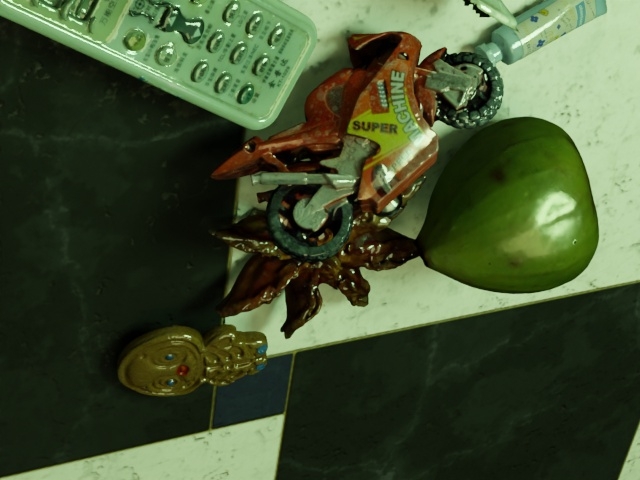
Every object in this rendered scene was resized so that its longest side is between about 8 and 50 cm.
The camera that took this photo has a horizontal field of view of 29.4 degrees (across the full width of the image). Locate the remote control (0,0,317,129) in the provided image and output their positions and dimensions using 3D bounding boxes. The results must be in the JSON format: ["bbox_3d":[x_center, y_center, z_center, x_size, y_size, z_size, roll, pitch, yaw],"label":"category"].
[{"bbox_3d":[-0.153,-0.213,1.124,0.335,0.065,0.128,22,103,-40],"label":"remote control"}]

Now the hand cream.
[{"bbox_3d":[0.250,-0.243,1.365,0.170,0.043,0.065,-32,135,-12],"label":"hand cream"}]

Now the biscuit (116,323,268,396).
[{"bbox_3d":[-0.146,0.139,1.400,0.175,0.026,0.124,-7,142,-9],"label":"biscuit"}]

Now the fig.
[{"bbox_3d":[0.206,-0.032,1.402,0.225,0.203,0.203,-19,132,-11],"label":"fig"}]

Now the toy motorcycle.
[{"bbox_3d":[0.044,-0.112,1.258,0.298,0.171,0.089,-40,175,-8],"label":"toy motorcycle"}]

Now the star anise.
[{"bbox_3d":[0.000,-0.001,1.373,0.288,0.088,0.288,-15,128,-20],"label":"star anise"}]

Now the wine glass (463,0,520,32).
[{"bbox_3d":[0.218,-0.367,1.185,0.143,0.143,0.321,17,111,-39],"label":"wine glass"}]
